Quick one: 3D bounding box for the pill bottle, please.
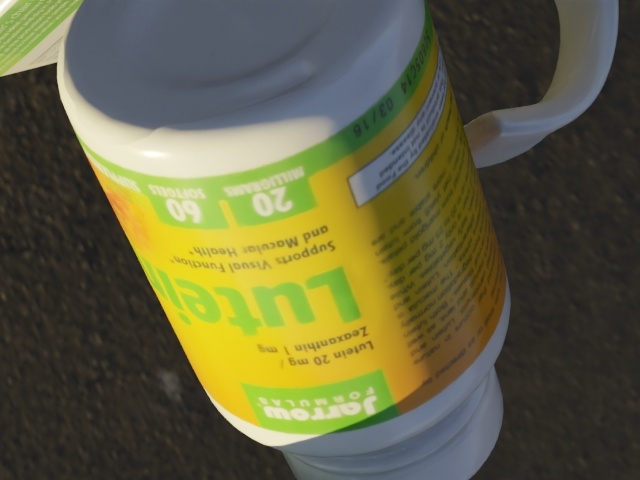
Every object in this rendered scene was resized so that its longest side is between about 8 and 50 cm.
[{"bbox_3d":[0.000,0.000,0.740,0.136,0.136,0.245,-28,134,-6],"label":"pill bottle"}]

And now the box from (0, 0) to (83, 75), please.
[{"bbox_3d":[-0.096,-0.197,1.190,0.232,0.058,0.322,-33,174,41],"label":"box"}]

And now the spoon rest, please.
[{"bbox_3d":[0.079,-0.169,0.842,0.084,0.137,0.276,0,75,-26],"label":"spoon rest"}]
